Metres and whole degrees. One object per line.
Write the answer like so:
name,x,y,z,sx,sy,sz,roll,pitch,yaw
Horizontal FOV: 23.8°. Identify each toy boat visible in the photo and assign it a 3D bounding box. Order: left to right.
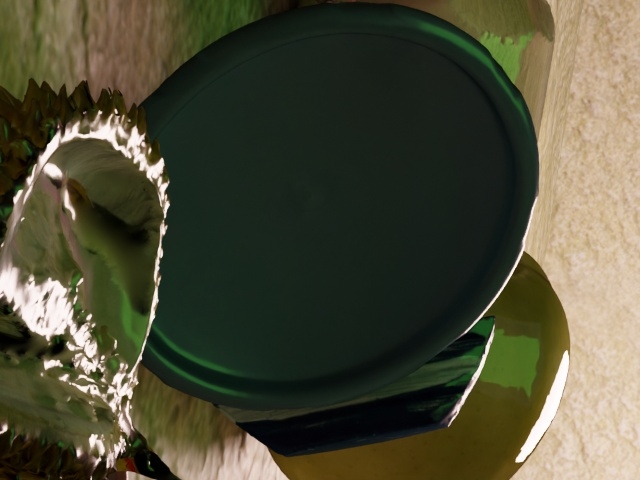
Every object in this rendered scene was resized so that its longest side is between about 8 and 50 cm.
toy boat,0.000,0.000,1.071,0.067,0.220,0.291,43,36,-76

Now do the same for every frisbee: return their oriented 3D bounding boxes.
frisbee,-0.004,-0.019,0.933,0.049,0.289,0.289,-121,-158,-53

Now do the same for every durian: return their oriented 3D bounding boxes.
durian,-0.144,0.036,0.631,0.237,0.138,0.193,72,27,-50

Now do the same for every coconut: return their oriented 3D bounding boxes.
coconut,0.080,-0.144,1.198,0.224,0.224,0.234,4,89,-74

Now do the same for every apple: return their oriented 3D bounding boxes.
apple,0.073,0.098,1.211,0.262,0.262,0.262,7,90,-74

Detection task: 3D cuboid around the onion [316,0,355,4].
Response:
onion,-0.035,-0.304,0.837,0.267,0.159,0.348,-23,127,-58

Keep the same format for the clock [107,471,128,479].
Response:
clock,-0.165,0.162,0.764,0.244,0.056,0.244,8,90,-76
